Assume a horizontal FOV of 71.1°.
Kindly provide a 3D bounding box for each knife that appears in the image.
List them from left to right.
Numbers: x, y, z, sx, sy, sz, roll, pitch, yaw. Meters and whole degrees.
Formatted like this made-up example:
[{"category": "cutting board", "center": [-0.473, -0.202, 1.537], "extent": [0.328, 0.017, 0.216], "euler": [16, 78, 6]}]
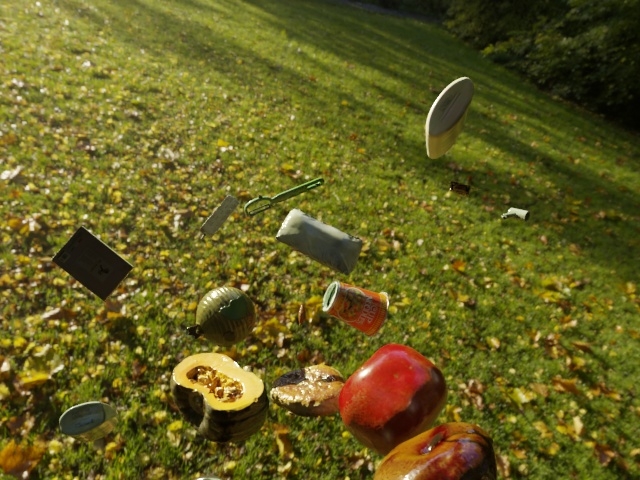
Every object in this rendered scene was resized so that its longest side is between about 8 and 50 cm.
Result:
[{"category": "knife", "center": [-0.089, -0.116, 1.101], "extent": [0.212, 0.054, 0.015], "euler": [-22, 50, -7]}]

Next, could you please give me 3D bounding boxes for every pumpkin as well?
[{"category": "pumpkin", "center": [-0.269, 0.430, 1.266], "extent": [0.317, 0.139, 0.222], "euler": [11, 19, 41]}]

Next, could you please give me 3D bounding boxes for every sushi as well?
[{"category": "sushi", "center": [0.508, -0.185, 1.629], "extent": [0.121, 0.026, 0.126], "euler": [16, 1, -2]}]

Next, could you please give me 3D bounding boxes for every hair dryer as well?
[{"category": "hair dryer", "center": [0.631, -0.082, 1.470], "extent": [0.125, 0.037, 0.063], "euler": [-8, 18, -40]}]

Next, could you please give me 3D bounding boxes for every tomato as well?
[{"category": "tomato", "center": [0.223, 0.486, 1.378], "extent": [0.325, 0.289, 0.293], "euler": [-33, 48, -22]}]

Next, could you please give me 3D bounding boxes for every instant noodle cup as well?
[{"category": "instant noodle cup", "center": [0.127, 0.251, 1.735], "extent": [0.212, 0.193, 0.193], "euler": [24, 32, -14]}]

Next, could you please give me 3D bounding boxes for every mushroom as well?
[{"category": "mushroom", "center": [0.225, 0.500, 0.897], "extent": [0.268, 0.254, 0.267], "euler": [3, -9, 0]}]

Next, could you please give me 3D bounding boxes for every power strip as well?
[{"category": "power strip", "center": [-0.428, -0.098, 1.886], "extent": [0.060, 0.027, 0.252], "euler": [37, 59, -8]}]

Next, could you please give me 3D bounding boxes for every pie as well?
[{"category": "pie", "center": [-0.036, 0.538, 1.626], "extent": [0.316, 0.092, 0.315], "euler": [-4, 8, 1]}]

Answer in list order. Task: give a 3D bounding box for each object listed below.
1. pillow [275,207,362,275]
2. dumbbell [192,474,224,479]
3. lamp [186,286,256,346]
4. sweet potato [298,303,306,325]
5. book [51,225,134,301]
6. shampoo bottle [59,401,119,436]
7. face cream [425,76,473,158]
[{"category": "pillow", "center": [0.000, 0.000, 1.208], "extent": [0.229, 0.050, 0.128], "euler": [27, 53, 4]}, {"category": "dumbbell", "center": [-0.303, 0.689, 1.076], "extent": [0.192, 0.192, 0.290], "euler": [30, -7, 18]}, {"category": "lamp", "center": [-0.404, 0.317, 1.818], "extent": [0.285, 0.250, 0.250], "euler": [-24, 51, -30]}, {"category": "sweet potato", "center": [-0.080, 0.329, 1.983], "extent": [0.034, 0.034, 0.094], "euler": [7, 75, -16]}, {"category": "book", "center": [-0.620, 0.064, 1.222], "extent": [0.182, 0.127, 0.014], "euler": [40, -1, -6]}, {"category": "shampoo bottle", "center": [-0.676, 0.546, 1.338], "extent": [0.134, 0.359, 0.078], "euler": [-15, 70, -26]}, {"category": "face cream", "center": [0.365, -0.337, 1.289], "extent": [0.081, 0.173, 0.348], "euler": [35, 9, 11]}]
